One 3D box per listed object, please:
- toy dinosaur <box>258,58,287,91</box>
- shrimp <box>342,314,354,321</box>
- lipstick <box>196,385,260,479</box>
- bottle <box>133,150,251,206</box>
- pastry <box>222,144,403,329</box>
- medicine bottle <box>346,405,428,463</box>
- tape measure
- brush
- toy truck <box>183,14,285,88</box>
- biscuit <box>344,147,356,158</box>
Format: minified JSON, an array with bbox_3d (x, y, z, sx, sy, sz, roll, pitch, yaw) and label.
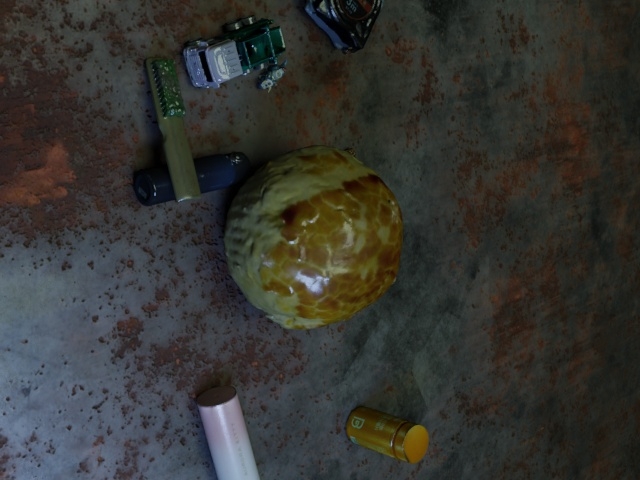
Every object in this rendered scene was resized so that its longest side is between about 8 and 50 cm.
[{"bbox_3d":[-0.100,-0.350,1.869,0.083,0.047,0.030,-54,126,-22],"label":"toy dinosaur"},{"bbox_3d":[0.052,0.102,2.080,0.101,0.042,0.190,-13,105,-34],"label":"shrimp"},{"bbox_3d":[-0.183,0.472,1.876,0.087,0.087,0.326,-27,113,-38],"label":"lipstick"},{"bbox_3d":[-0.247,-0.128,1.741,0.244,0.072,0.082,-17,148,-42],"label":"bottle"},{"bbox_3d":[0.000,0.000,1.824,0.389,0.313,0.388,-10,105,-44],"label":"pastry"},{"bbox_3d":[0.159,0.466,2.125,0.096,0.192,0.096,-7,100,-42],"label":"medicine bottle"},{"bbox_3d":[0.053,-0.538,1.947,0.182,0.107,0.181,42,71,-39],"label":"tape measure"},{"bbox_3d":[-0.274,-0.214,1.670,0.054,0.048,0.282,-10,85,-37],"label":"brush"},{"bbox_3d":[-0.158,-0.378,1.762,0.216,0.116,0.110,-31,116,-37],"label":"toy truck"},{"bbox_3d":[0.057,-0.175,2.062,0.082,0.016,0.092,23,79,-38],"label":"biscuit"}]
